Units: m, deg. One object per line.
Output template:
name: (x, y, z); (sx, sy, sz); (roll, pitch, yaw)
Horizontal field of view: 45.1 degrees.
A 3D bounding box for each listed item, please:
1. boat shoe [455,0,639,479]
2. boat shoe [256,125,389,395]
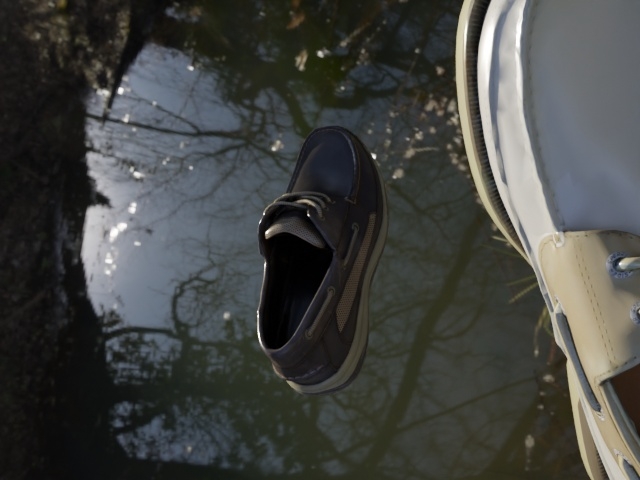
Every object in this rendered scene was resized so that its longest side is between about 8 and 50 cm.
boat shoe: (0.151, 0.014, 0.340); (0.103, 0.113, 0.302); (-125, 11, -73)
boat shoe: (0.000, 0.000, 0.922); (0.132, 0.130, 0.356); (-11, 59, 25)
